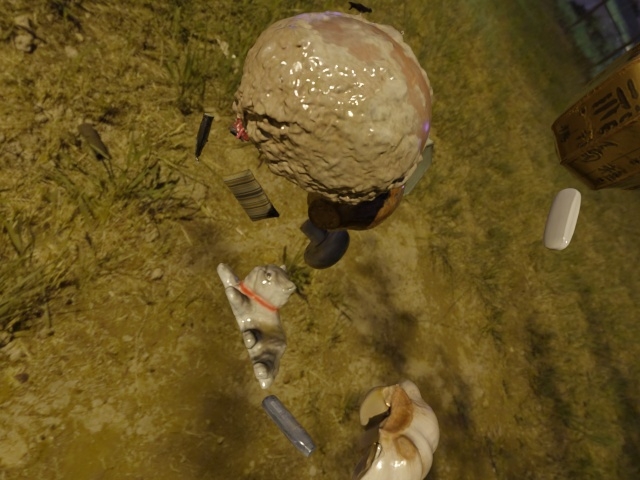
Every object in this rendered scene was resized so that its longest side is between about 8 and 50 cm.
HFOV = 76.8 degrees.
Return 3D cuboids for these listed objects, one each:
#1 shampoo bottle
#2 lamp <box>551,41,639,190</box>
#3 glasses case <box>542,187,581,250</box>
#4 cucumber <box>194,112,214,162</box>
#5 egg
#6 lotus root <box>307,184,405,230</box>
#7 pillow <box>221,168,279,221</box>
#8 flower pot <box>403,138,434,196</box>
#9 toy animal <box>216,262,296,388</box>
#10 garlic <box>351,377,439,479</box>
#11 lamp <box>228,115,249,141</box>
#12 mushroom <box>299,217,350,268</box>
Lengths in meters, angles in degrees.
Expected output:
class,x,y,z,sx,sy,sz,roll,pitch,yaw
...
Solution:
class,x,y,z,sx,sy,sz,roll,pitch,yaw
shampoo bottle,-0.107,0.623,1.366,0.234,0.049,0.087,38,6,29
lamp,0.400,-0.152,0.500,0.161,0.185,0.161,2,74,-6
glasses case,0.856,-0.075,1.434,0.059,0.092,0.233,24,79,-19
cucumber,-0.382,-0.333,1.314,0.039,0.163,0.043,1,35,-39
egg,0.030,-0.197,0.619,0.311,0.279,0.279,20,50,-18
lotus root,0.088,-0.104,0.955,0.291,0.193,0.193,-27,90,-49
pillow,-0.224,-0.142,1.308,0.038,0.113,0.203,-77,149,-42
flower pot,0.206,-0.252,1.237,0.189,0.209,0.239,46,-8,27
toy animal,-0.135,0.209,1.075,0.188,0.308,0.266,-16,117,-17
garlic,0.169,0.450,0.908,0.185,0.203,0.281,22,35,-5
lamp,-0.280,-0.534,1.690,0.118,0.253,0.118,37,7,-5
mushroom,0.000,0.000,1.777,0.244,0.244,0.243,29,48,-37
